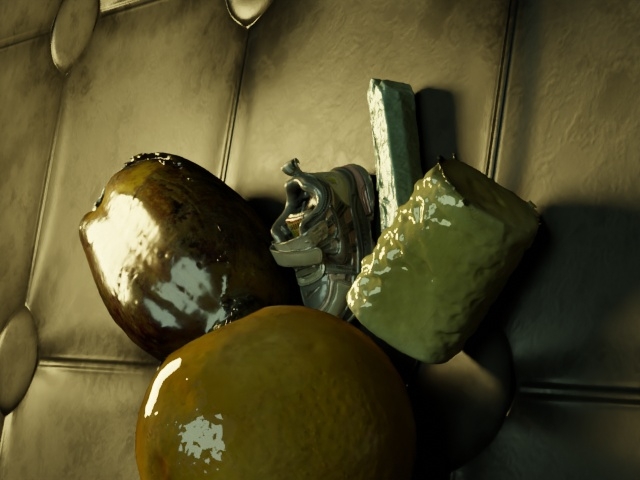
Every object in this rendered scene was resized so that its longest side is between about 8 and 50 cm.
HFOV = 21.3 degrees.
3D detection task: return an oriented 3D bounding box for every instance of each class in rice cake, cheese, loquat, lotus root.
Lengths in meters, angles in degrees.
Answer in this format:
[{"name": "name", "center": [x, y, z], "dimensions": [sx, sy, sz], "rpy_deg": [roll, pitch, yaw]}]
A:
[{"name": "rice cake", "center": [0.079, -0.051, 1.692], "dimensions": [0.042, 0.045, 0.245], "rpy_deg": [-42, 47, 53]}, {"name": "cheese", "center": [0.111, 0.020, 1.552], "dimensions": [0.167, 0.123, 0.094], "rpy_deg": [-58, 5, 25]}, {"name": "loquat", "center": [-0.036, 0.196, 1.598], "dimensions": [0.275, 0.275, 0.274], "rpy_deg": [-26, 57, 50]}, {"name": "lotus root", "center": [-0.156, 0.025, 1.890], "dimensions": [0.397, 0.179, 0.195], "rpy_deg": [44, 117, 54]}]

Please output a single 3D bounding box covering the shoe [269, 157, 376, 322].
[{"name": "shoe", "center": [0.000, 0.000, 1.747], "dimensions": [0.089, 0.092, 0.180], "rpy_deg": [-17, 64, 52]}]
